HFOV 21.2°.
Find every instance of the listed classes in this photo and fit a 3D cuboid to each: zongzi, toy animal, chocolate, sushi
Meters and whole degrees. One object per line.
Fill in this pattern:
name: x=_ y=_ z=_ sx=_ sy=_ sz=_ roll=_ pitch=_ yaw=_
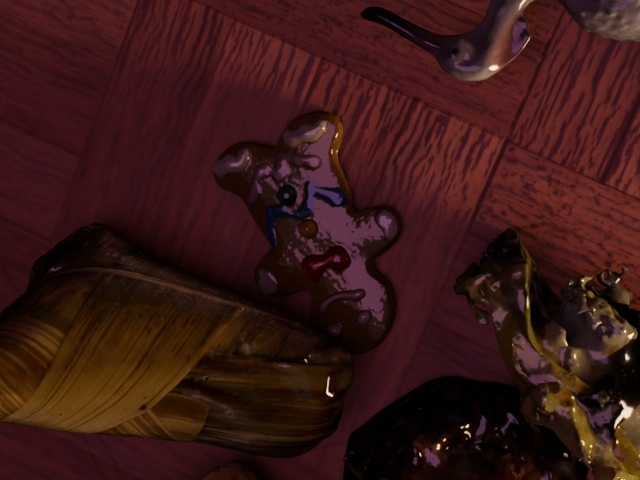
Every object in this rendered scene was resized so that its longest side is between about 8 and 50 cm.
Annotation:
zongzi: x=-0.138 y=0.114 z=1.347 sx=0.286 sy=0.288 sz=0.134 roll=20 pitch=111 yaw=12
toy animal: x=0.216 y=-0.198 z=1.286 sx=0.324 sy=0.090 sz=0.195 roll=-39 pitch=82 yaw=10
chocolate: x=0.107 y=0.229 z=1.358 sx=0.224 sy=0.177 sz=0.206 roll=9 pitch=103 yaw=13
sushi: x=0.224 y=0.111 z=1.323 sx=0.131 sy=0.139 sz=0.291 roll=-40 pitch=86 yaw=12

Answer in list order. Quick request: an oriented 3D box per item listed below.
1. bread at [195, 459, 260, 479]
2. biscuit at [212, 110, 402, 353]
bread: x=-0.059 y=0.396 z=1.446 sx=0.237 sy=0.165 sz=0.375 roll=-36 pitch=89 yaw=15
biscuit: x=0.000 y=0.000 z=1.422 sx=0.138 sy=0.031 sz=0.205 roll=-22 pitch=95 yaw=19
